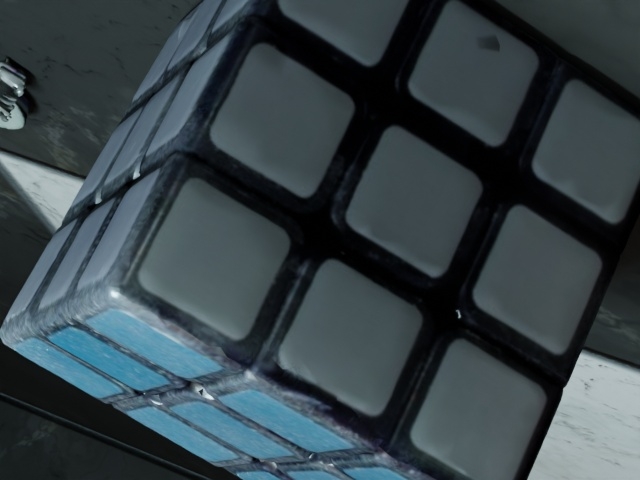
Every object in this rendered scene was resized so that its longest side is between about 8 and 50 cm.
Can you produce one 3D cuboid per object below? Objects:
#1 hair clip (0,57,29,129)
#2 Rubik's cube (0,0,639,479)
[{"bbox_3d":[-0.334,-0.142,1.608,0.116,0.049,0.172,41,159,-26],"label":"hair clip"},{"bbox_3d":[0.000,0.000,1.145,0.301,0.303,0.305,31,159,-14],"label":"Rubik's cube"}]
